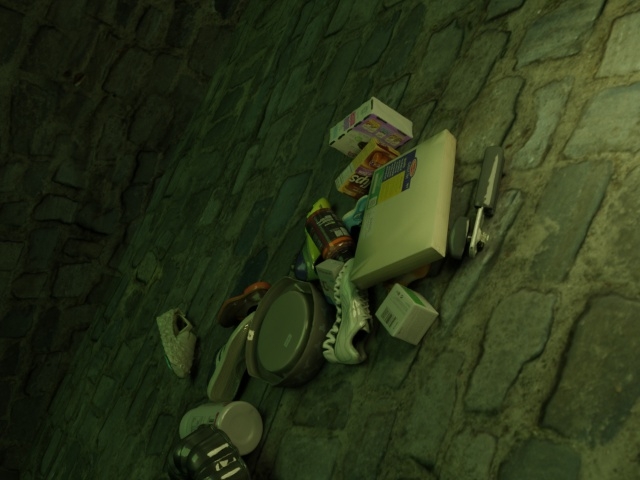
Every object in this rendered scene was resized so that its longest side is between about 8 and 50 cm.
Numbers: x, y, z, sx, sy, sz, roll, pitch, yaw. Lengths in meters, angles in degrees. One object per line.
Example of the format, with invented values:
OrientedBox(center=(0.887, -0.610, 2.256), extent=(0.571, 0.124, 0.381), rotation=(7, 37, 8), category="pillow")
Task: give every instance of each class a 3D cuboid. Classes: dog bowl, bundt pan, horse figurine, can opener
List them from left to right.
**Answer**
OrientedBox(center=(-0.329, 0.701, 1.808), extent=(0.330, 0.124, 0.331), rotation=(15, 111, 45), category="bundt pan")
OrientedBox(center=(-0.088, 0.280, 1.905), extent=(0.348, 0.102, 0.349), rotation=(-35, 43, 41), category="dog bowl")
OrientedBox(center=(0.225, 0.064, 1.622), extent=(0.263, 0.066, 0.174), rotation=(-47, 28, 32), category="horse figurine")
OrientedBox(center=(0.370, -0.089, 1.483), extent=(0.093, 0.074, 0.280), rotation=(14, 76, 22), category="can opener")

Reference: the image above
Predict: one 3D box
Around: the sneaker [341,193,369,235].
OrientedBox(center=(0.131, -0.073, 1.876), extent=(0.162, 0.063, 0.073), rotation=(-49, 48, 38), category="sneaker")

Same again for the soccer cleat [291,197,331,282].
OrientedBox(center=(0.000, 0.001, 2.005), extent=(0.121, 0.093, 0.289), rotation=(6, 67, 26), category="soccer cleat")

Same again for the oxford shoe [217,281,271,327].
OrientedBox(center=(-0.270, 0.248, 2.209), extent=(0.271, 0.097, 0.098), rotation=(-40, 45, 35), category="oxford shoe")

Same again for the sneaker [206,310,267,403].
OrientedBox(center=(-0.282, 0.365, 2.117), extent=(0.350, 0.131, 0.148), rotation=(-57, 25, 6), category="sneaker")

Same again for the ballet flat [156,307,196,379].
OrientedBox(center=(-0.568, 0.387, 2.532), extent=(0.147, 0.147, 0.409), rotation=(-59, 32, 10), category="ballet flat")

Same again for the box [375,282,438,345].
OrientedBox(center=(0.209, 0.180, 1.542), extent=(0.102, 0.087, 0.101), rotation=(-57, 32, 12), category="box")

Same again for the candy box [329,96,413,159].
OrientedBox(center=(0.149, -0.320, 1.900), extent=(0.196, 0.164, 0.070), rotation=(-30, 45, 43), category="candy box")

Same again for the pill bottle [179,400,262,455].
OrientedBox(center=(-0.319, 0.588, 1.983), extent=(0.283, 0.160, 0.160), rotation=(-20, 53, 50), category="pill bottle")

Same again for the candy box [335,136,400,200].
OrientedBox(center=(0.143, -0.205, 1.885), extent=(0.187, 0.109, 0.053), rotation=(-47, 35, 28), category="candy box")

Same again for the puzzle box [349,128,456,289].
OrientedBox(center=(0.222, -0.084, 1.654), extent=(0.272, 0.052, 0.409), rotation=(-27, 36, 42), category="puzzle box")

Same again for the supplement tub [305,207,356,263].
OrientedBox(center=(0.038, 0.003, 1.880), extent=(0.106, 0.106, 0.198), rotation=(-49, 52, 25), category="supplement tub")

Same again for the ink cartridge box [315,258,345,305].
OrientedBox(center=(0.043, 0.121, 1.796), extent=(0.088, 0.052, 0.122), rotation=(10, 122, 56), category="ink cartridge box")

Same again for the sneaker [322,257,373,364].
OrientedBox(center=(0.096, 0.192, 1.703), extent=(0.118, 0.110, 0.292), rotation=(-1, 76, 48), category="sneaker")
